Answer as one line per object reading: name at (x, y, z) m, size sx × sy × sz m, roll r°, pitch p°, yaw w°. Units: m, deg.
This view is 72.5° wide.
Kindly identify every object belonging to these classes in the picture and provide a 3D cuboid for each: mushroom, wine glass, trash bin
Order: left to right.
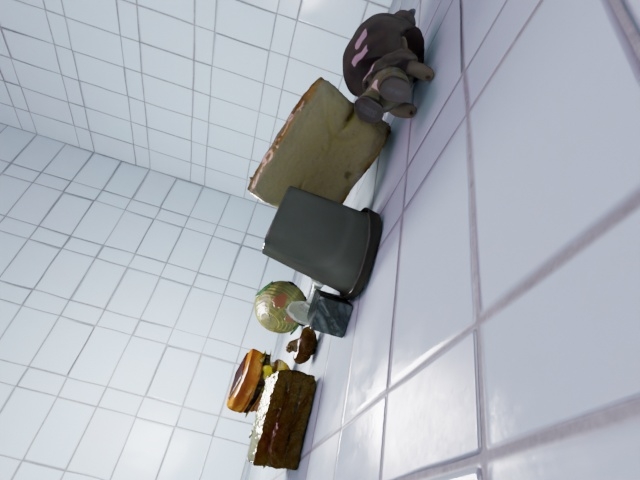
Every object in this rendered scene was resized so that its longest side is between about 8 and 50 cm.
mushroom at (-0.053, 0.345, 1.432) m, size 0.109 × 0.085 × 0.126 m, roll -25°, pitch -38°, yaw -47°
wine glass at (-0.005, 0.110, 1.370) m, size 0.143 × 0.144 × 0.321 m, roll -85°, pitch 13°, yaw -66°
trash bin at (0.000, 0.000, 1.088) m, size 0.220 × 0.250 × 0.219 m, roll 125°, pitch 168°, yaw -73°

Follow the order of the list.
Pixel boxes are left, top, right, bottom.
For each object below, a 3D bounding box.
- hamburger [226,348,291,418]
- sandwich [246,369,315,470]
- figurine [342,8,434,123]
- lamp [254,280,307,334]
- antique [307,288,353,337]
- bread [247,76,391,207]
hamburger at (-0.244, 0.601, 1.796) m, size 0.291 × 0.225 × 0.290 m, roll -157°, pitch 90°, yaw -80°
sandwich at (-0.124, 0.537, 1.303) m, size 0.325 × 0.131 × 0.262 m, roll 124°, pitch 161°, yaw -63°
figurine at (0.152, -0.407, 1.053) m, size 0.380 × 0.203 × 0.248 m, roll -81°, pitch 13°, yaw -49°
lamp at (-0.170, 0.297, 2.022) m, size 0.284 × 0.250 × 0.250 m, roll -47°, pitch -19°, yaw -56°
antique at (0.020, 0.187, 1.152) m, size 0.183 × 0.088 × 0.086 m, roll -174°, pitch 101°, yaw -85°
bread at (-0.011, -0.258, 1.323) m, size 0.390 × 0.279 × 0.371 m, roll -53°, pitch 10°, yaw 8°
